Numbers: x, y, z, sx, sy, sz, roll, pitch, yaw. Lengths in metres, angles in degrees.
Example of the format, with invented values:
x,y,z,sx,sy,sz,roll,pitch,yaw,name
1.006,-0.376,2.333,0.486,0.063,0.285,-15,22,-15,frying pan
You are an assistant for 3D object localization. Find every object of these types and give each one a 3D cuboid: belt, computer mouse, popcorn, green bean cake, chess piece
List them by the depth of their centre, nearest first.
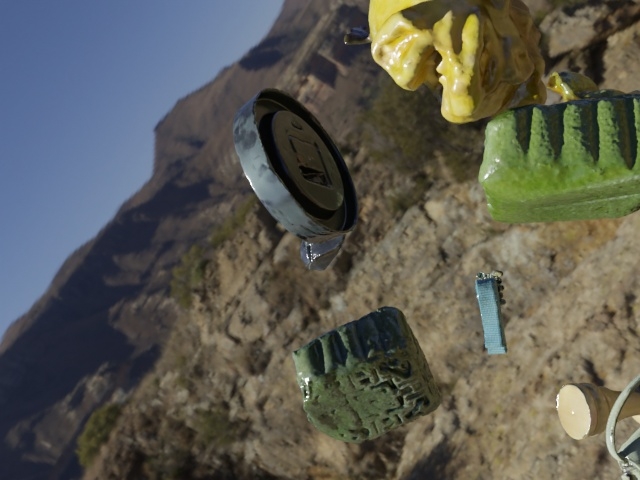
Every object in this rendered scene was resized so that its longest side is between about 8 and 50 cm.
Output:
x,y,z,sx,sy,sz,roll,pitch,yaw,name
0.341,-0.107,1.077,0.222,0.248,0.125,51,-145,-73,green bean cake
0.209,-0.324,1.177,0.281,0.316,0.297,-43,60,41,popcorn
0.080,0.248,1.381,0.227,0.222,0.125,-22,39,9,green bean cake
0.715,0.348,1.705,0.117,0.397,0.117,176,90,-71,chess piece
0.608,-0.208,1.714,0.325,0.290,0.321,59,-128,-65,popcorn
0.386,0.165,1.754,0.100,0.065,0.179,-40,-58,-69,belt
0.000,0.000,1.816,0.192,0.062,0.105,-47,40,46,computer mouse

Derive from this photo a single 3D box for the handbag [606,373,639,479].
x,y,z,sx,sy,sz,roll,pitch,yaw,name
0.524,0.260,1.128,0.256,0.219,0.079,-41,14,-12,handbag

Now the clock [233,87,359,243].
x,y,z,sx,sy,sz,roll,pitch,yaw,name
-0.038,-0.124,1.302,0.055,0.280,0.280,-30,20,25,clock
